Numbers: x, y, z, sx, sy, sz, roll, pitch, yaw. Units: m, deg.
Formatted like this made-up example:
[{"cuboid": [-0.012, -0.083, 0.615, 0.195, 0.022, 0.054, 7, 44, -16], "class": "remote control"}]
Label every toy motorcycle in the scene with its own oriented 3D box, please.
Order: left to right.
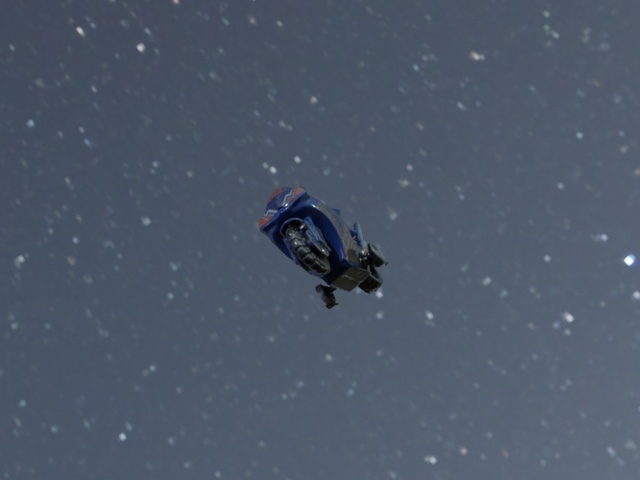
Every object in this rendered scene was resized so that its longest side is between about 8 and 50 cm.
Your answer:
[{"cuboid": [0.000, 0.000, 1.314, 0.076, 0.114, 0.205, -41, -20, 11], "class": "toy motorcycle"}]
